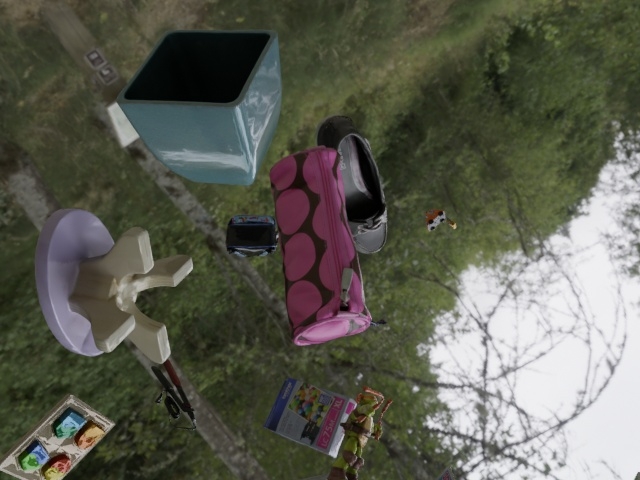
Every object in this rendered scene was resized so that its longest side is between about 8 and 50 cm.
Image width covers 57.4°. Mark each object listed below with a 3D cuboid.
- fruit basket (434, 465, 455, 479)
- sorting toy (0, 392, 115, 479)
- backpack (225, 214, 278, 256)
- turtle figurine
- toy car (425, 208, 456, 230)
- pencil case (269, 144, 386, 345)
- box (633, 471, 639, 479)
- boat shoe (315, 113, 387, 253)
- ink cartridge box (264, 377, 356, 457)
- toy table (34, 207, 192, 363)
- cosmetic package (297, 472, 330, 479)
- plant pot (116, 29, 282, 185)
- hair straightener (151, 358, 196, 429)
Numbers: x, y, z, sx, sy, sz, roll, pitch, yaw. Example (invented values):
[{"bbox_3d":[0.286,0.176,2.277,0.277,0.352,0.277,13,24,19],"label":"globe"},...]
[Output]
[{"bbox_3d":[0.276,0.785,1.405,0.353,0.165,0.327,-92,-157,-64],"label":"fruit basket"},{"bbox_3d":[-0.558,0.441,1.258,0.038,0.208,0.193,33,-111,30],"label":"sorting toy"},{"bbox_3d":[-0.206,-0.008,1.768,0.158,0.117,0.173,0,172,-5],"label":"backpack"},{"bbox_3d":[0.079,0.419,1.265,0.087,0.269,0.217,13,-114,17],"label":"turtle figurine"},{"bbox_3d":[0.289,-0.044,1.444,0.060,0.040,0.122,-49,148,7],"label":"toy car"},{"bbox_3d":[0.000,0.000,0.616,0.095,0.209,0.098,-8,157,-10],"label":"pencil case"},{"bbox_3d":[0.743,0.630,1.159,0.231,0.127,0.262,14,-150,18],"label":"box"},{"bbox_3d":[0.072,-0.091,1.179,0.112,0.335,0.095,-26,-146,-9],"label":"boat shoe"},{"bbox_3d":[-0.050,0.570,1.926,0.311,0.065,0.186,7,-117,39],"label":"ink cartridge box"},{"bbox_3d":[-0.346,0.085,0.983,0.160,0.274,0.252,7,-138,17],"label":"toy table"},{"bbox_3d":[-0.039,0.692,1.467,0.151,0.151,0.183,-20,168,16],"label":"cosmetic package"},{"bbox_3d":[-0.211,-0.250,1.190,0.247,0.252,0.247,5,-130,15],"label":"plant pot"},{"bbox_3d":[-0.430,0.454,1.689,0.089,0.230,0.047,-37,160,0],"label":"hair straightener"}]
